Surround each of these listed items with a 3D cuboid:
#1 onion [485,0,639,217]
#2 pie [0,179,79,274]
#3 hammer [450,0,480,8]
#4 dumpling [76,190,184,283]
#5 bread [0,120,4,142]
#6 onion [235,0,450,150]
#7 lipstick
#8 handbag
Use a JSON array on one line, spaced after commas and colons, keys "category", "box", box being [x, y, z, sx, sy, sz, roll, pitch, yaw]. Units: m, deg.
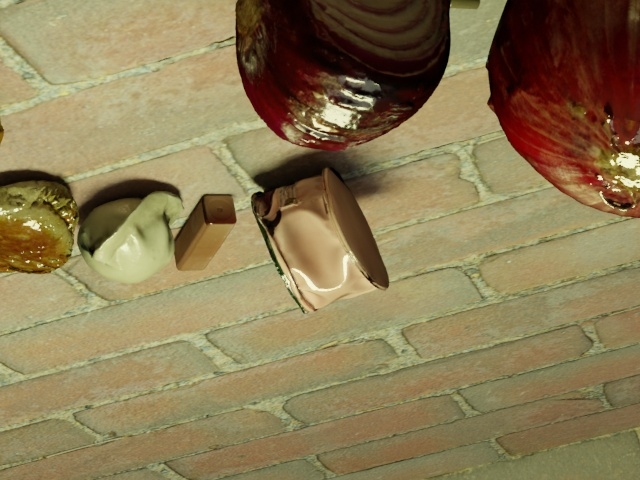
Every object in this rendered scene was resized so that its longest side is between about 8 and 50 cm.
[{"category": "onion", "box": [0.327, -0.177, 1.751, 0.341, 0.341, 0.341, -9, 157, -4]}, {"category": "pie", "box": [-0.381, -0.012, 2.125, 0.163, 0.079, 0.193, -5, 156, -3]}, {"category": "hammer", "box": [0.168, -0.282, 1.807, 0.036, 0.019, 0.110, -1, 153, -22]}, {"category": "dumpling", "box": [-0.237, -0.006, 2.193, 0.150, 0.092, 0.176, -27, 150, 4]}, {"category": "bread", "box": [-0.469, -0.116, 1.878, 0.226, 0.049, 0.088, 0, 155, -22]}, {"category": "onion", "box": [0.012, -0.185, 1.738, 0.216, 0.207, 0.206, 9, 148, -26]}, {"category": "lipstick", "box": [-0.155, -0.009, 2.262, 0.045, 0.045, 0.145, -2, 155, -24]}, {"category": "handbag", "box": [-0.001, 0.001, 2.192, 0.116, 0.179, 0.205, -23, 156, 11]}]
